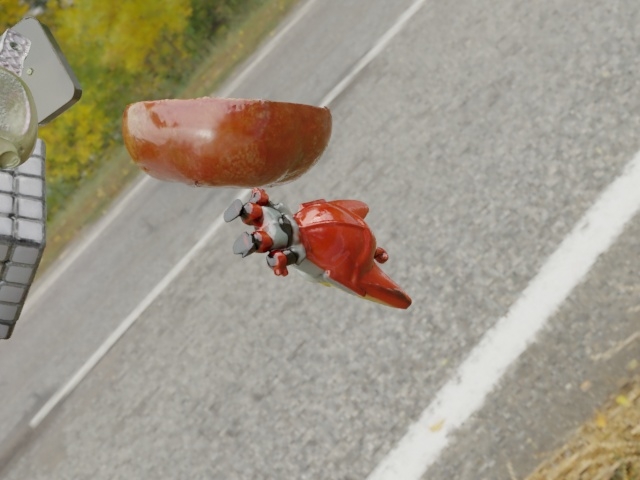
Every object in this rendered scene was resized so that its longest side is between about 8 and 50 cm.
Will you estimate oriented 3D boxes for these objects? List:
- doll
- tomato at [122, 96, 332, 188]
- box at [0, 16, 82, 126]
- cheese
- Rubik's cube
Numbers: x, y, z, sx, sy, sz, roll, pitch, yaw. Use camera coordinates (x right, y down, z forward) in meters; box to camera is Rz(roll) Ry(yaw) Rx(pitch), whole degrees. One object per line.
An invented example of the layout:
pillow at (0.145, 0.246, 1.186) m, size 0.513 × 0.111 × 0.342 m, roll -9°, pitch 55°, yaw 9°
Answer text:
doll at (0.000, 0.000, 0.784) m, size 0.057 × 0.169 × 0.109 m, roll -39°, pitch 57°, yaw 26°
tomato at (-0.104, -0.106, 1.120) m, size 0.236 × 0.236 × 0.095 m, roll -173°, pitch 82°, yaw -65°
box at (-0.364, -0.213, 1.264) m, size 0.091 × 0.126 × 0.031 m, roll -33°, pitch -8°, yaw 15°
cheese at (-0.316, -0.151, 0.974) m, size 0.037 × 0.097 × 0.192 m, roll -45°, pitch 31°, yaw 31°
Rubik's cube at (-0.555, -0.020, 1.510) m, size 0.237 × 0.238 × 0.237 m, roll -103°, pitch 33°, yaw -42°
